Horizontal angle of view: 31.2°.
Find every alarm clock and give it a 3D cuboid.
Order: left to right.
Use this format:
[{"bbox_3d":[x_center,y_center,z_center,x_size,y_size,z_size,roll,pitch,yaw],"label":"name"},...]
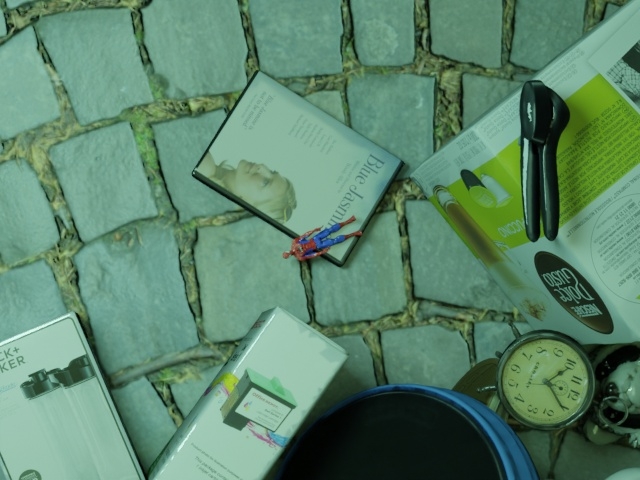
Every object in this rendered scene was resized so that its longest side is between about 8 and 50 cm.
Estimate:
[{"bbox_3d":[0.317,0.193,1.522,0.192,0.064,0.129,26,97,12],"label":"alarm clock"}]

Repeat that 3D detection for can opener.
[{"bbox_3d":[0.249,-0.090,1.317,0.073,0.059,0.186,-3,94,-34],"label":"can opener"}]

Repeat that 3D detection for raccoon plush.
[{"bbox_3d":[0.571,0.231,1.647,0.446,0.299,0.216,25,63,-37],"label":"raccoon plush"}]

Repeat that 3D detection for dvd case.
[{"bbox_3d":[-0.031,-0.102,1.630,0.253,0.022,0.180,32,81,-5],"label":"dvd case"}]

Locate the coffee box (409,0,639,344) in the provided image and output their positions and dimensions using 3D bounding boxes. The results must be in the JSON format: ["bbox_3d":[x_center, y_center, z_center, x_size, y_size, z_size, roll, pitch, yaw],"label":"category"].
[{"bbox_3d":[0.382,-0.086,1.529,0.338,0.337,0.334,-39,90,-10],"label":"coffee box"}]

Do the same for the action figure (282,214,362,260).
[{"bbox_3d":[0.000,0.000,1.601,0.115,0.030,0.038,-23,94,-7],"label":"action figure"}]

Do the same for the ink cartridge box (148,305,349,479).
[{"bbox_3d":[-0.099,0.229,1.496,0.117,0.201,0.278,36,80,-4],"label":"ink cartridge box"}]

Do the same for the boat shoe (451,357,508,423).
[{"bbox_3d":[0.207,0.312,1.589,0.098,0.109,0.302,30,73,-24],"label":"boat shoe"}]

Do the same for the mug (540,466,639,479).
[{"bbox_3d":[0.388,0.478,1.511,0.328,0.276,0.374,36,79,-9],"label":"mug"}]

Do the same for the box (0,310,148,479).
[{"bbox_3d":[-0.346,0.256,1.515,0.169,0.087,0.290,-22,88,-10],"label":"box"}]

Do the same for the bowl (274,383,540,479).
[{"bbox_3d":[0.091,0.364,1.447,0.077,0.391,0.391,39,77,-47],"label":"bowl"}]
